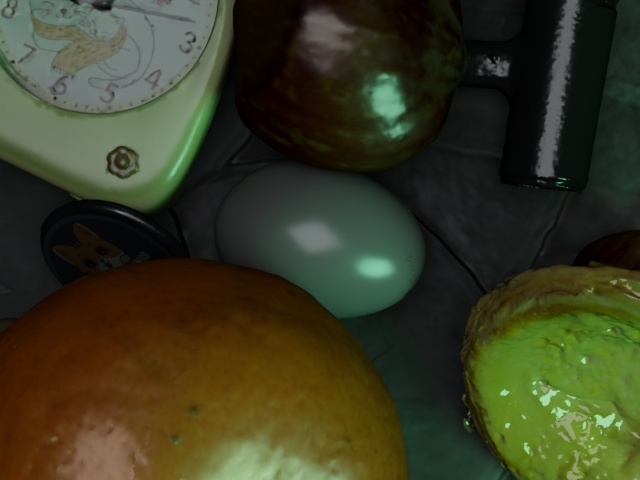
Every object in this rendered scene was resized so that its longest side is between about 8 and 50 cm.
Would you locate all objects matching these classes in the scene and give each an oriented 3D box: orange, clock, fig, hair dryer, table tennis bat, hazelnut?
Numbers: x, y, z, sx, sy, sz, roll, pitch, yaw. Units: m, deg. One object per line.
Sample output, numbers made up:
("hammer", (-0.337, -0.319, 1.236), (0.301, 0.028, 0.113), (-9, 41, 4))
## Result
("orange", (-0.127, 0.223, 1.716), (0.424, 0.326, 0.424), (0, 89, -33))
("clock", (-0.203, -0.217, 1.870), (0.286, 0.117, 0.348), (27, 87, 4))
("fig", (0.291, 0.019, 1.859), (0.089, 0.089, 0.125), (40, 62, 4))
("hair dryer", (0.145, -0.155, 1.878), (0.251, 0.089, 0.197), (8, 89, 12))
("table tennis bat", (-0.157, 0.042, 1.859), (0.236, 0.150, 0.027), (36, 48, -13))
("hazelnut", (0.027, -0.178, 1.769), (0.218, 0.218, 0.234), (8, 82, 3))

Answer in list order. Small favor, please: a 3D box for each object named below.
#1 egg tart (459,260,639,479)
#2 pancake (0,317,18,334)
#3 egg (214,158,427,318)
("egg tart", (0.275, 0.127, 1.781), (0.315, 0.315, 0.120), (32, 44, 4))
("pancake", (-0.281, 0.191, 1.834), (0.222, 0.042, 0.236), (39, 69, -22))
("egg", (0.000, 0.000, 1.830), (0.199, 0.146, 0.146), (16, 87, 7))
